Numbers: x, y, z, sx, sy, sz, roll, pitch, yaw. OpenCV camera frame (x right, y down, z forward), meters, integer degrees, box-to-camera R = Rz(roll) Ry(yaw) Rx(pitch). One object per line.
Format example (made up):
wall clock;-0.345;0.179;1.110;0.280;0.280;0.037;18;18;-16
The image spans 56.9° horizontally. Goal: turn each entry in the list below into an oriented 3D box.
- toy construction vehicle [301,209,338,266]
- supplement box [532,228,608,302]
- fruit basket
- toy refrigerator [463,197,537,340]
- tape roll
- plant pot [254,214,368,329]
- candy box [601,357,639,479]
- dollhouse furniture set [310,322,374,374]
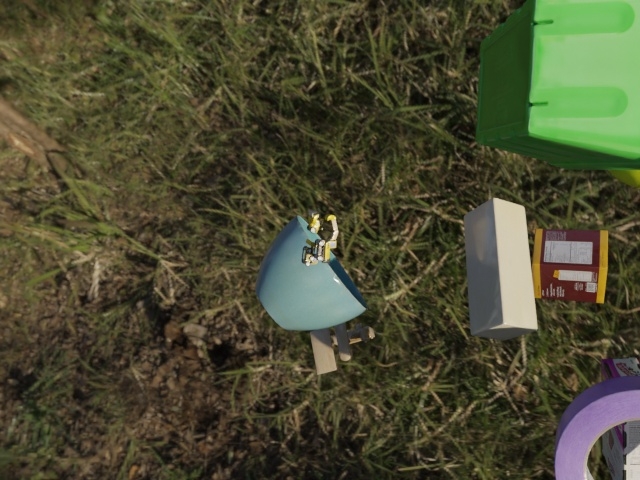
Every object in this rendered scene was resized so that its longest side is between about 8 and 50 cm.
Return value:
toy construction vehicle;0.000;0.000;1.005;0.086;0.035;0.098;-155;69;-69
supplement box;0.726;0.074;1.725;0.194;0.191;0.129;3;55;24
fruit basket;0.429;-0.201;0.822;0.392;0.392;0.283;6;99;34
toy refrigerator;0.369;0.060;1.215;0.102;0.094;0.270;139;138;-56
tape roll;0.519;0.361;0.940;0.274;0.090;0.275;1;94;21
plant pot;-0.046;0.110;1.464;0.195;0.290;0.290;-37;56;4
candy box;0.600;0.369;1.145;0.071;0.159;0.233;-5;111;13
dollhouse furniture set;0.074;0.315;1.689;0.144;0.151;0.123;-19;64;17
